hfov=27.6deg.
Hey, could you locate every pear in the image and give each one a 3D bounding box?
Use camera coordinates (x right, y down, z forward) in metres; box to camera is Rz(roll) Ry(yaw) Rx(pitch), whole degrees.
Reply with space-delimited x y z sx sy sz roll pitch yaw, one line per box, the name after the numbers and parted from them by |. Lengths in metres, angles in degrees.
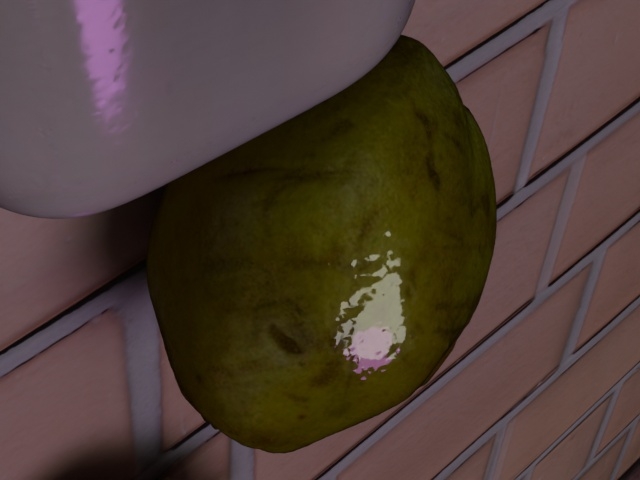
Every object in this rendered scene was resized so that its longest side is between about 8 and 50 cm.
0.000 0.000 0.970 0.321 0.269 0.269 -61 155 -13 | pear

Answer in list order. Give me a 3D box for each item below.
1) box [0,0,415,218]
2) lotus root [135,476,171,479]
-0.067 -0.184 0.590 0.289 0.141 0.349 -29 144 -27 | box
-0.133 0.300 1.203 0.343 0.169 0.151 18 79 -61 | lotus root
